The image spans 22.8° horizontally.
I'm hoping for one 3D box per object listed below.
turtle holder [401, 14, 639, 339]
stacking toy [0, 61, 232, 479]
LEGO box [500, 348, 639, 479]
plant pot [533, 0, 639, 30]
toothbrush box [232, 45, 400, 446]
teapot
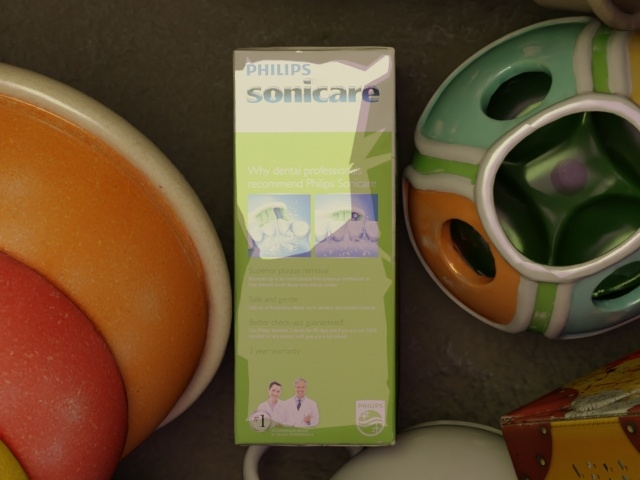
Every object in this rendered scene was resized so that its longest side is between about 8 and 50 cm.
[{"bbox_3d":[0.218,-0.050,1.175,0.320,0.227,0.243,-5,94,7],"label":"turtle holder"},{"bbox_3d":[-0.272,0.142,0.971,0.350,0.480,0.350,7,130,9],"label":"stacking toy"},{"bbox_3d":[0.391,0.289,1.128,0.372,0.193,0.500,-20,93,-34],"label":"LEGO box"},{"bbox_3d":[0.067,-0.307,1.113,0.305,0.334,0.334,0,94,26],"label":"plant pot"},{"bbox_3d":[0.000,0.000,1.206,0.122,0.206,0.283,-1,93,3],"label":"toothbrush box"},{"bbox_3d":[0.101,0.228,1.231,0.252,0.187,0.256,-24,118,31],"label":"teapot"}]
